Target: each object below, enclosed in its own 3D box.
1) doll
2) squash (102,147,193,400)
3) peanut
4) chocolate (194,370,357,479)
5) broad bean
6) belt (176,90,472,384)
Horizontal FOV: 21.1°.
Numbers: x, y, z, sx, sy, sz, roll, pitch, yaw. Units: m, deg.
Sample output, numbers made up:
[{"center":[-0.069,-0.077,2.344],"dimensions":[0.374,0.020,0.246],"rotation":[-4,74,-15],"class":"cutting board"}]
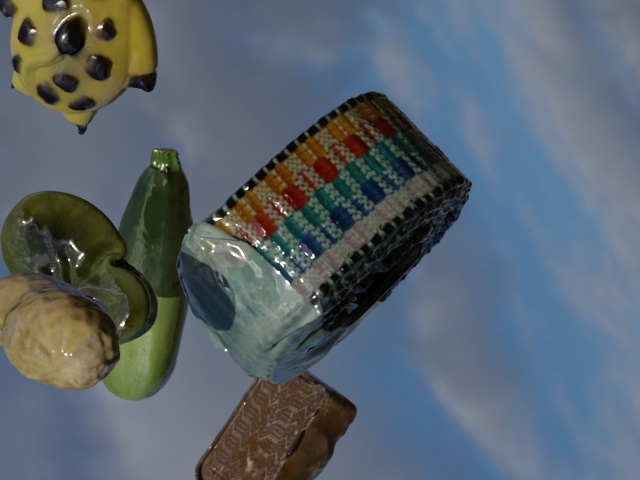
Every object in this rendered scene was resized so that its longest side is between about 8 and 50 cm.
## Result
[{"center":[-0.122,-0.193,1.089],"dimensions":[0.117,0.291,0.086],"rotation":[28,-148,-7],"class":"doll"},{"center":[-0.220,0.041,2.209],"dimensions":[0.118,0.371,0.118],"rotation":[9,-155,-4],"class":"squash"},{"center":[-0.215,0.068,1.327],"dimensions":[0.080,0.080,0.174],"rotation":[43,168,-33],"class":"peanut"},{"center":[-0.056,0.273,2.249],"dimensions":[0.093,0.214,0.148],"rotation":[36,176,-38],"class":"chocolate"},{"center":[-0.280,0.041,1.973],"dimensions":[0.206,0.153,0.072],"rotation":[41,-170,10],"class":"broad bean"},{"center":[0.000,0.000,1.479],"dimensions":[0.150,0.257,0.207],"rotation":[46,179,14],"class":"belt"}]
